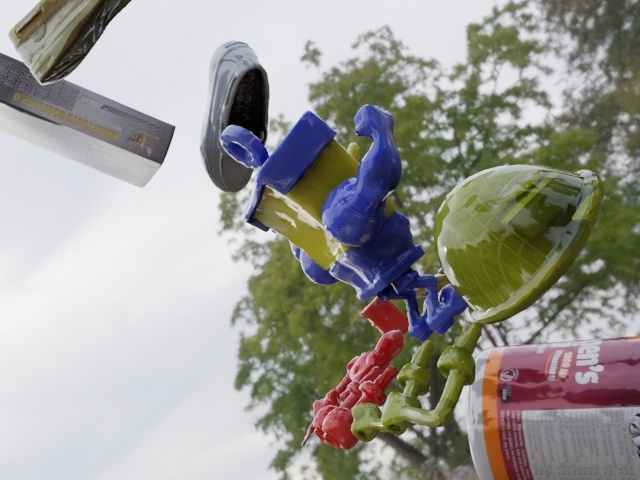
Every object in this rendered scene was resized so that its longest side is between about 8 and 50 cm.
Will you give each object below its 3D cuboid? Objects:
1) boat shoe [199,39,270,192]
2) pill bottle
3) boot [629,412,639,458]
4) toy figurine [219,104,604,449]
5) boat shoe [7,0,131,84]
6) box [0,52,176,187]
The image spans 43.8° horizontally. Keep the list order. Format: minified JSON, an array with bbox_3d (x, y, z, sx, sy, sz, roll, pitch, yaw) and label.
[{"bbox_3d":[-0.109,-0.145,1.047,0.079,0.081,0.227,-15,-46,-25],"label":"boat shoe"},{"bbox_3d":[0.233,0.133,0.602,0.221,0.121,0.121,-9,-13,28],"label":"pill bottle"},{"bbox_3d":[0.232,0.221,0.352,0.118,0.222,0.338,-19,5,24],"label":"boot"},{"bbox_3d":[0.000,0.000,0.550,0.191,0.217,0.362,-46,-3,-16],"label":"toy figurine"},{"bbox_3d":[-0.142,-0.155,0.482,0.135,0.045,0.050,-43,5,17],"label":"boat shoe"},{"bbox_3d":[-0.315,-0.147,1.023,0.231,0.056,0.183,22,-12,-17],"label":"box"}]
